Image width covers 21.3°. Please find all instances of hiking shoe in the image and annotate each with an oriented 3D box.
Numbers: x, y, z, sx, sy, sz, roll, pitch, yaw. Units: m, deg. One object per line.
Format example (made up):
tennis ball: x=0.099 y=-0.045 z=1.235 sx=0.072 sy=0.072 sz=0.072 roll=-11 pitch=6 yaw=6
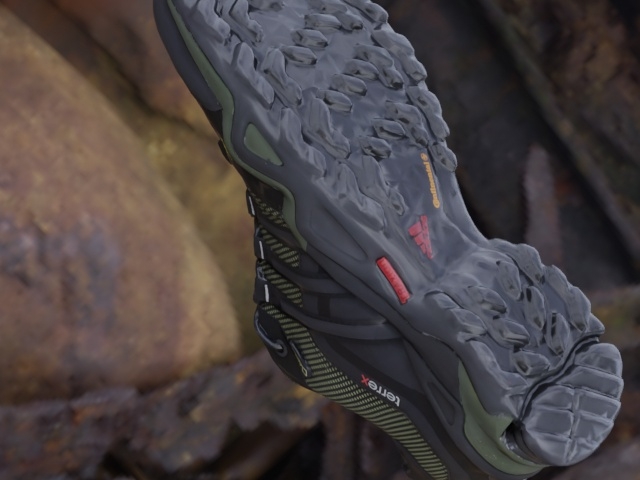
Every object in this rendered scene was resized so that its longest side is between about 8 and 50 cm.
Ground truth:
hiking shoe: x=0.000 y=0.000 z=0.602 sx=0.086 sy=0.114 sz=0.227 roll=-28 pitch=81 yaw=-45
